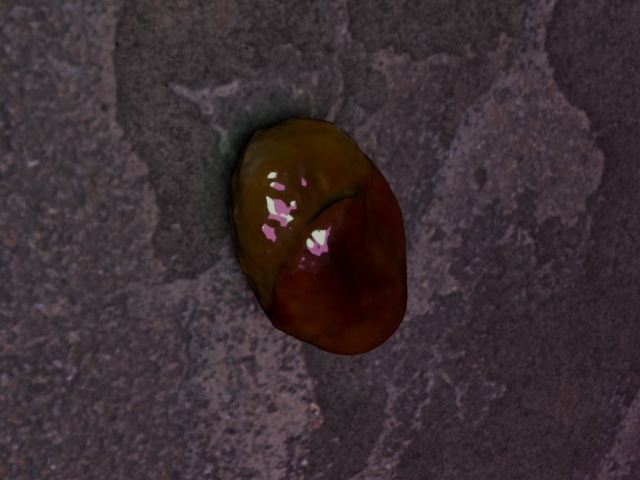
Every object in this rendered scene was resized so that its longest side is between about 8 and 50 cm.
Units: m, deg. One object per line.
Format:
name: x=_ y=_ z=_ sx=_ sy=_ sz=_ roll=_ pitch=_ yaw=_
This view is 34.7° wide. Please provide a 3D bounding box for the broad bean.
broad bean: x=0.003 y=0.000 z=0.903 sx=0.156 sy=0.122 sz=0.228 roll=-24 pitch=120 yaw=-12
